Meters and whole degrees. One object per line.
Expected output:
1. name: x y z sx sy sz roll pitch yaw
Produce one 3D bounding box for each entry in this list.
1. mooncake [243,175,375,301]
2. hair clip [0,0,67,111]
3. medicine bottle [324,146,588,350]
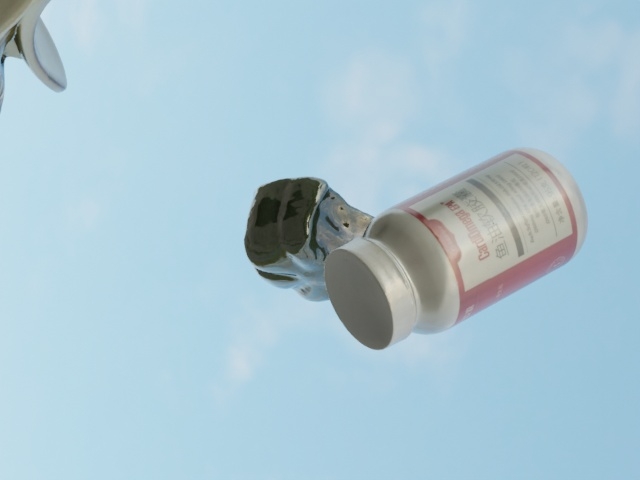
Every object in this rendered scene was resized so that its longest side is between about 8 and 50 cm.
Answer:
1. mooncake: 0.000 0.000 1.698 0.168 0.175 0.104 122 -21 -59
2. hair clip: -0.334 -0.241 1.609 0.282 0.113 0.172 98 -22 -54
3. medicine bottle: 0.133 0.007 1.470 0.131 0.250 0.131 39 -37 38
